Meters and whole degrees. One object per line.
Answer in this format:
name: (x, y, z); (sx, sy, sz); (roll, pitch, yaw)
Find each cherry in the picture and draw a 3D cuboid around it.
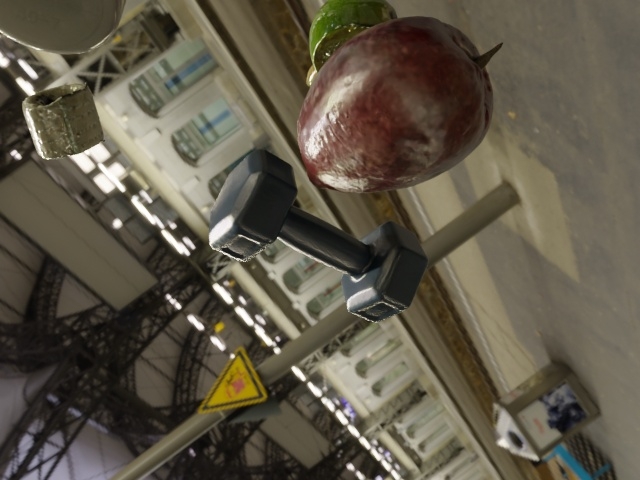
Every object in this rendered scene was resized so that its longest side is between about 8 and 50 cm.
cherry: (0.090, -0.161, 0.805); (0.203, 0.300, 0.230); (55, -152, -9)

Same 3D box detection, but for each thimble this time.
thimble: (-0.389, -0.184, 0.972); (0.115, 0.102, 0.090); (-119, 19, -60)

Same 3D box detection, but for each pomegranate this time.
pomegranate: (0.069, -0.393, 1.292); (0.241, 0.189, 0.159); (95, 174, -56)

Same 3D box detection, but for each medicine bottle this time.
medicine bottle: (-0.356, -0.453, 0.911); (0.208, 0.208, 0.340); (56, -151, -51)

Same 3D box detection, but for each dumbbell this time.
dumbbell: (0.000, 0.000, 0.956); (0.324, 0.160, 0.144); (28, 175, -25)
